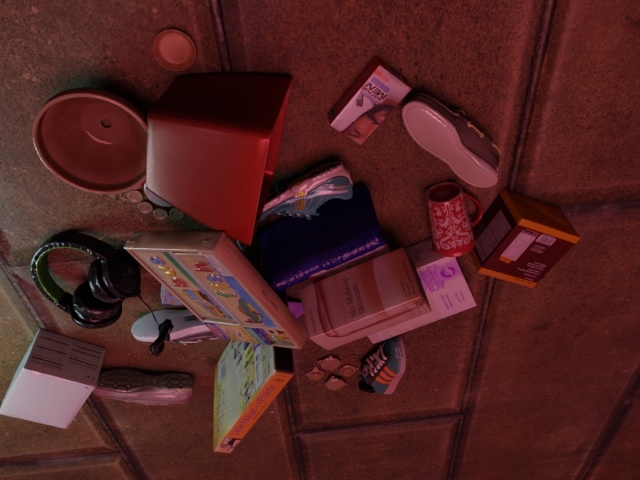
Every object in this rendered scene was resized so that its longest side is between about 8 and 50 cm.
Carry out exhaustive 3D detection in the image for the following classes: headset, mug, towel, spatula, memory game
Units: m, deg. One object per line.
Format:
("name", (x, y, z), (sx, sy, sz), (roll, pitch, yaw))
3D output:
("headset", (-0.561, 0.148, 1.387), (0.394, 0.185, 0.243), (34, 121, -17))
("mug", (0.335, -0.068, 1.376), (0.113, 0.150, 0.169), (9, 137, 36))
("towel", (0.000, 0.000, 1.294), (0.308, 0.227, 0.076), (-24, 129, 13))
("spatula", (-0.001, 0.242, 1.635), (0.296, 0.030, 0.084), (21, 127, -23))
("memory game", (-0.372, -0.122, 1.287), (0.186, 0.012, 0.186), (-3, 131, -3))

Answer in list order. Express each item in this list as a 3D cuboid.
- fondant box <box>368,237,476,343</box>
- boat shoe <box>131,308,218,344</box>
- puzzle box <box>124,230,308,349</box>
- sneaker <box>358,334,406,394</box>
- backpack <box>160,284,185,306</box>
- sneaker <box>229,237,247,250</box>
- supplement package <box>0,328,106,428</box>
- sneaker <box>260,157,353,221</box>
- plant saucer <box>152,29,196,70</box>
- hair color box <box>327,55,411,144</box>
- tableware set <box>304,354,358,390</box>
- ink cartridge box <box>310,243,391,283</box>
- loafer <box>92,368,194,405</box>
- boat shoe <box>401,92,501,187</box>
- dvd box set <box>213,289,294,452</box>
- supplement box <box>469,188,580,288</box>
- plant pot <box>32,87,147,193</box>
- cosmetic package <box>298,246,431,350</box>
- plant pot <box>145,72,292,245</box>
("fondant box", (0.248, 0.145, 1.538), (0.330, 0.096, 0.238), (-24, 130, 13))
("boat shoe", (-0.388, 0.258, 1.563), (0.301, 0.108, 0.102), (-10, 130, -7))
("puzzle box", (-0.233, 0.123, 1.255), (0.272, 0.052, 0.409), (1, 142, 32))
("sneaker", (0.197, 0.414, 1.757), (0.121, 0.108, 0.302), (-2, 133, -11))
("backpack", (-0.328, 0.099, 1.418), (0.173, 0.117, 0.158), (8, 130, -17))
("sneaker", (-0.230, -0.040, 1.359), (0.065, 0.061, 0.158), (4, 136, 27))
("supplement package", (-0.811, 0.424, 1.626), (0.204, 0.145, 0.262), (25, 123, -26))
("sneaker", (-0.052, -0.091, 1.274), (0.275, 0.107, 0.110), (-22, 113, 13))
("plant saucer", (-0.290, -0.380, 1.069), (0.083, 0.015, 0.083), (-3, 132, -4))
("hair color box", (0.103, -0.299, 1.161), (0.093, 0.053, 0.167), (27, 124, -27))
("tableware set", (0.041, 0.452, 1.832), (0.169, 0.020, 0.141), (32, 119, -28))
("ink cartridge box", (0.061, 0.025, 1.412), (0.218, 0.092, 0.158), (-21, 131, 13))
("loafer", (-0.572, 0.486, 1.730), (0.320, 0.112, 0.111), (9, 121, -15))
("boat shoe", (0.302, -0.237, 1.214), (0.305, 0.091, 0.109), (34, 156, -28))
("dvd box set", (-0.203, 0.368, 1.540), (0.062, 0.307, 0.420), (18, 126, -23))
("supplement box", (0.525, -0.002, 1.418), (0.191, 0.129, 0.194), (15, 128, -19))
("plant pot", (-0.460, -0.223, 1.125), (0.237, 0.109, 0.237), (-4, 132, -4))
("cosmetic package", (0.112, 0.152, 1.371), (0.296, 0.153, 0.129), (-25, 148, 13))
("plant pot", (-0.212, -0.192, 1.100), (0.236, 0.267, 0.267), (13, 129, -3))
